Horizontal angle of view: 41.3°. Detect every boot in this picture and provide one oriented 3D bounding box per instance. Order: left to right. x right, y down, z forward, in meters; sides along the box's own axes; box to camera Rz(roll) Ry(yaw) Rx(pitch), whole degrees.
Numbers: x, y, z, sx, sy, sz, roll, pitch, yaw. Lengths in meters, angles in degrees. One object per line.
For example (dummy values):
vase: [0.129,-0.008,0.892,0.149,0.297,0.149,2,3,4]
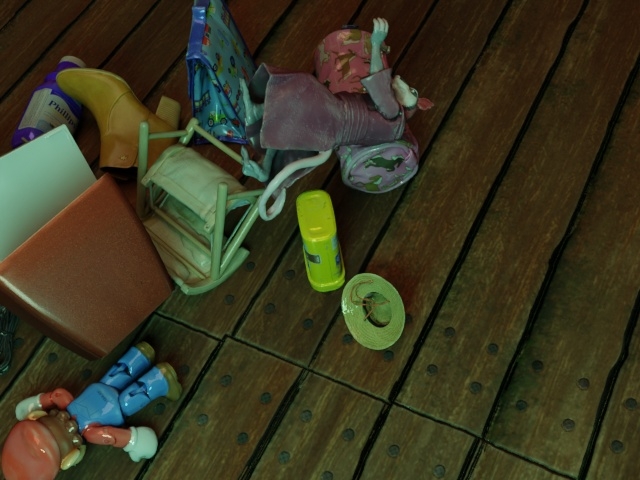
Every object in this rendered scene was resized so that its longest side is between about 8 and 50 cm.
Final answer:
boot: [-0.455,-0.245,1.841,0.295,0.104,0.211,16,61,-8]

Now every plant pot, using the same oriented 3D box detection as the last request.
plant pot: [-0.421,0.073,1.547,0.236,0.267,0.267,48,68,-9]

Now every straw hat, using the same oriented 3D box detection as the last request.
straw hat: [0.112,0.126,1.573,0.144,0.144,0.061,39,26,28]

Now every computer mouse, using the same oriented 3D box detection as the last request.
computer mouse: [-0.710,0.209,1.627,0.262,0.060,0.184,-5,50,-11]

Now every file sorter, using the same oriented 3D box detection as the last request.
file sorter: [-0.608,-0.094,1.719,0.278,0.193,0.173,-32,25,-16]

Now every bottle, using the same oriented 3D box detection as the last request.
bottle: [-0.599,-0.295,1.921,0.092,0.118,0.283,-10,51,27]

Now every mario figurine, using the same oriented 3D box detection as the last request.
mario figurine: [-0.407,0.324,1.495,0.320,0.170,0.198,-34,21,-28]

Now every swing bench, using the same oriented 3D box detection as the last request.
swing bench: [-0.256,-0.070,1.674,0.253,0.254,0.165,37,28,26]

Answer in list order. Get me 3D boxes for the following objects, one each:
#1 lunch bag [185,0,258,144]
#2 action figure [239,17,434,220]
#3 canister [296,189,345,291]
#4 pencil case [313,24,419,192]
lunch bag: [-0.225,-0.383,1.828,0.138,0.293,0.221,-1,55,6]
action figure: [0.043,-0.221,1.539,0.370,0.248,0.275,-7,63,-17]
canister: [0.000,0.000,1.610,0.073,0.170,0.126,-10,55,0]
pencil case: [0.094,-0.279,1.803,0.160,0.167,0.386,9,50,-27]
